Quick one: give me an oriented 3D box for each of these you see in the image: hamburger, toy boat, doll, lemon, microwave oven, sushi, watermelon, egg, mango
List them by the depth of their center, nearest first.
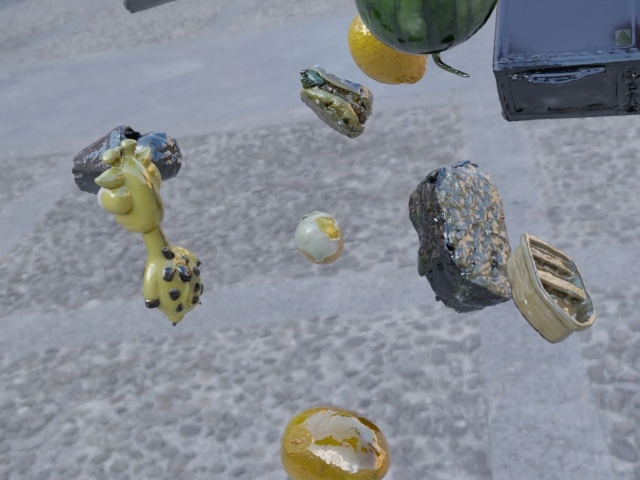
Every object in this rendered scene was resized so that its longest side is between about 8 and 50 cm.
[{"bbox_3d":[0.132,-0.317,1.041,0.188,0.214,0.188,-9,41,8],"label":"watermelon"},{"bbox_3d":[-0.244,-0.007,1.218,0.086,0.291,0.117,0,33,33],"label":"doll"},{"bbox_3d":[0.000,0.000,1.255,0.071,0.083,0.071,-29,25,15],"label":"egg"},{"bbox_3d":[0.346,0.082,1.263,0.116,0.061,0.188,26,32,-18],"label":"toy boat"},{"bbox_3d":[0.021,0.322,1.284,0.147,0.109,0.227,-26,18,-22],"label":"mango"},{"bbox_3d":[0.414,-0.302,1.392,0.248,0.178,0.188,-2,69,20],"label":"microwave oven"},{"bbox_3d":[0.130,-0.366,1.582,0.142,0.187,0.142,-32,33,23],"label":"lemon"},{"bbox_3d":[0.327,-0.013,1.924,0.211,0.350,0.171,-1,-22,-22],"label":"sushi"},{"bbox_3d":[0.042,-0.350,2.074,0.130,0.206,0.183,-50,-12,-4],"label":"hamburger"}]

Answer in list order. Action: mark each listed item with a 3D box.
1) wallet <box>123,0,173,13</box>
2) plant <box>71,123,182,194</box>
[{"bbox_3d":[-0.191,-0.406,1.173,0.172,0.045,0.318,-26,1,-18],"label":"wallet"},{"bbox_3d":[-0.438,-0.171,1.925,0.256,0.164,0.141,-11,64,23],"label":"plant"}]
